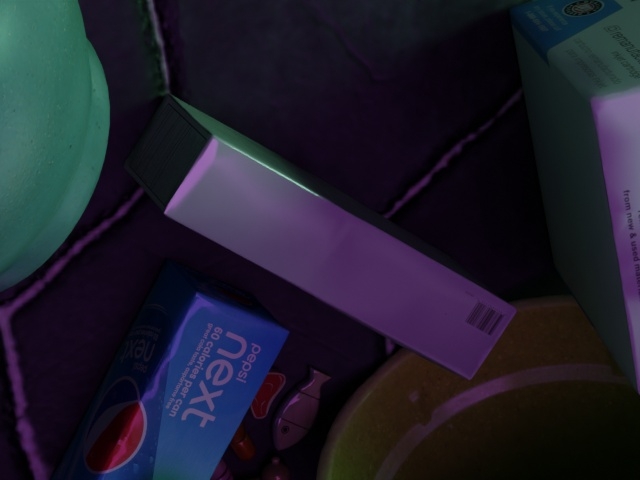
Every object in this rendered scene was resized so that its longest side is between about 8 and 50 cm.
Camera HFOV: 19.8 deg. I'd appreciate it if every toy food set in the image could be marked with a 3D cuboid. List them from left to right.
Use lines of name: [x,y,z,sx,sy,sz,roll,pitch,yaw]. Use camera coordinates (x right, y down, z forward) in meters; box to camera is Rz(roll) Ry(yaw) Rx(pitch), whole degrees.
toy food set: [-0.045,0.135,1.205,0.078,0.019,0.122,17,101,-26]

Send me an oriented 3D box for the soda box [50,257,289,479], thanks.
soda box: [-0.106,0.124,1.151,0.071,0.067,0.210,25,97,-27]

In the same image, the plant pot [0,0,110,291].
plant pot: [-0.232,-0.075,0.935,0.293,0.293,0.196,-55,145,4]

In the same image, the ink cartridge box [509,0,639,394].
ink cartridge box: [0.283,-0.062,1.135,0.270,0.198,0.197,-15,114,-3]

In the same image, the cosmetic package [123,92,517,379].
cosmetic package: [0.000,0.000,1.133,0.239,0.099,0.060,29,98,-27]

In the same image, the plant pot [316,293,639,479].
plant pot: [0.163,0.220,1.202,0.276,0.276,0.254,-27,127,-11]
